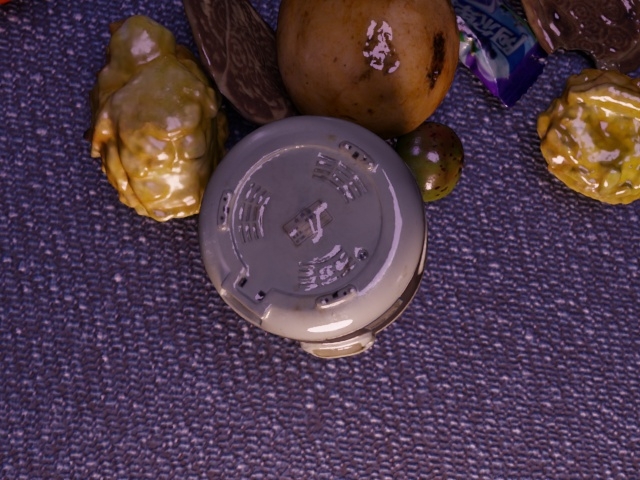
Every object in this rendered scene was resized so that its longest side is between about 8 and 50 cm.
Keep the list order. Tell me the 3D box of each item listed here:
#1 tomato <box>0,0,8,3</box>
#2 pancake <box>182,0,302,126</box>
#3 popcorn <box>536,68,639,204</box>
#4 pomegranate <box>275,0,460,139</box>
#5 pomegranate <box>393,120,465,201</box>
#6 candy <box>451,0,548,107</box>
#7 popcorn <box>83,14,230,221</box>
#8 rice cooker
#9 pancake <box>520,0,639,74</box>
[{"bbox_3d":[-0.471,-0.429,1.278,0.299,0.226,0.298,3,81,-17],"label":"tomato"},{"bbox_3d":[-0.099,-0.253,1.330,0.031,0.250,0.250,-30,86,24],"label":"pancake"},{"bbox_3d":[0.403,-0.150,1.427,0.198,0.155,0.197,0,99,-2],"label":"popcorn"},{"bbox_3d":[0.061,-0.259,1.327,0.261,0.260,0.260,2,80,-10],"label":"pomegranate"},{"bbox_3d":[0.130,-0.112,1.396,0.142,0.114,0.114,2,79,16],"label":"pomegranate"},{"bbox_3d":[0.211,-0.321,1.462,0.275,0.070,0.145,40,67,0],"label":"candy"},{"bbox_3d":[-0.217,-0.153,1.277,0.192,0.233,0.265,-13,108,2],"label":"popcorn"},{"bbox_3d":[0.002,0.000,1.261,0.289,0.277,0.288,-1,80,8],"label":"rice cooker"},{"bbox_3d":[0.405,-0.348,1.509,0.235,0.029,0.211,11,71,-15],"label":"pancake"}]
